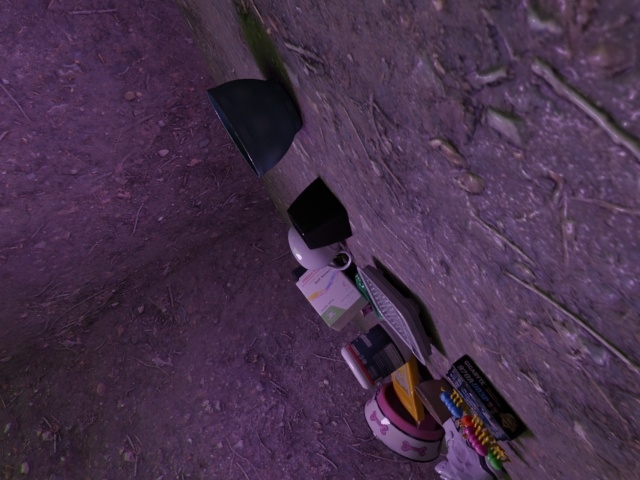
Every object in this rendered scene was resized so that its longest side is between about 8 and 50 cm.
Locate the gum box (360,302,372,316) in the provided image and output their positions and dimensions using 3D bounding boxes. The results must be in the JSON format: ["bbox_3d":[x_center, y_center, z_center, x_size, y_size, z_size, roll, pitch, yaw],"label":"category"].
[{"bbox_3d":[0.213,0.317,2.165,0.107,0.062,0.188,53,172,31],"label":"gum box"}]

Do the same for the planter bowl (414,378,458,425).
[{"bbox_3d":[0.444,0.587,1.544,0.162,0.109,0.162,56,173,11],"label":"planter bowl"}]

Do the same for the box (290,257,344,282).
[{"bbox_3d":[-0.001,0.172,2.177,0.103,0.261,0.184,52,171,36],"label":"box"}]

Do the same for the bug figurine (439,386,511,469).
[{"bbox_3d":[0.462,0.572,1.251,0.279,0.072,0.216,49,-176,-33],"label":"bug figurine"}]

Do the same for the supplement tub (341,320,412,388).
[{"bbox_3d":[0.239,0.446,1.661,0.191,0.272,0.191,56,173,10],"label":"supplement tub"}]

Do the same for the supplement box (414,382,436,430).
[{"bbox_3d":[0.470,0.757,1.894,0.188,0.080,0.104,-97,15,-65],"label":"supplement box"}]

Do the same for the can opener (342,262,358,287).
[{"bbox_3d":[0.159,0.168,1.954,0.186,0.073,0.059,45,128,49],"label":"can opener"}]

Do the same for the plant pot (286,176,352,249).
[{"bbox_3d":[-0.013,-0.080,1.499,0.188,0.167,0.187,55,173,29],"label":"plant pot"}]

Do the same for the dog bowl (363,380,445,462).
[{"bbox_3d":[0.425,0.857,2.012,0.408,0.150,0.408,21,-164,-6],"label":"dog bowl"}]

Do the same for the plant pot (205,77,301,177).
[{"bbox_3d":[-0.182,-0.365,1.253,0.293,0.196,0.293,57,173,10],"label":"plant pot"}]

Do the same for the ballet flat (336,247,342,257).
[{"bbox_3d":[0.040,-0.001,1.949,0.077,0.077,0.231,20,150,49],"label":"ballet flat"}]

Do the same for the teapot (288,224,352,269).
[{"bbox_3d":[0.000,0.000,1.774,0.256,0.187,0.253,19,-130,-57],"label":"teapot"}]

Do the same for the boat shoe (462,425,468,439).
[{"bbox_3d":[0.571,0.733,1.563,0.135,0.050,0.045,63,177,-39],"label":"boat shoe"}]

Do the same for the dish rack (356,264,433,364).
[{"bbox_3d":[0.259,0.232,1.396,0.285,0.072,0.333,61,173,-34],"label":"dish rack"}]

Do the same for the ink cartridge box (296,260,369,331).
[{"bbox_3d":[0.033,0.215,1.910,0.353,0.207,0.119,47,-176,34],"label":"ink cartridge box"}]

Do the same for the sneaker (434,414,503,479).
[{"bbox_3d":[0.540,0.856,1.668,0.137,0.210,0.366,60,173,-20],"label":"sneaker"}]

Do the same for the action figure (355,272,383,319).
[{"bbox_3d":[0.206,0.217,1.743,0.232,0.063,0.137,57,177,-33],"label":"action figure"}]

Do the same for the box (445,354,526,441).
[{"bbox_3d":[0.435,0.429,1.115,0.220,0.051,0.175,54,173,28],"label":"box"}]

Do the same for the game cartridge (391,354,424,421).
[{"bbox_3d":[0.376,0.603,1.875,0.285,0.052,0.324,-165,67,-80],"label":"game cartridge"}]
